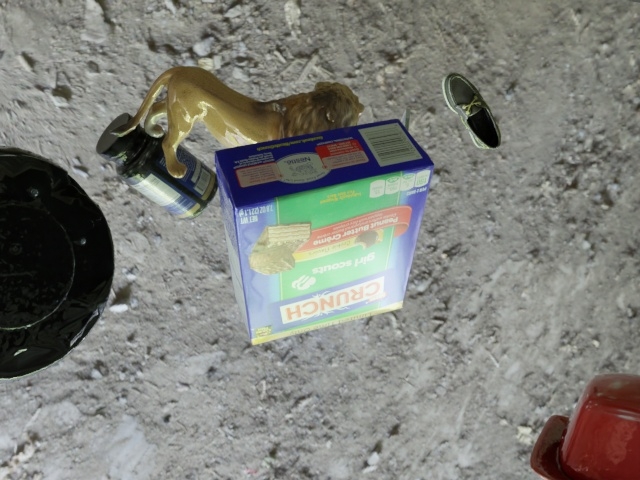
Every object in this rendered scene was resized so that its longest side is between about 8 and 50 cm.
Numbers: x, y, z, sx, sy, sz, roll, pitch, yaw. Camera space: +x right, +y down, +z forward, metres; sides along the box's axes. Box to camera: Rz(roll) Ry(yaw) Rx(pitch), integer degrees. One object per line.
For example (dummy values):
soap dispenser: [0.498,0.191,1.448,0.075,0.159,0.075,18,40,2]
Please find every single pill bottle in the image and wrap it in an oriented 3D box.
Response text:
pill bottle: [-0.313,-0.142,1.041,0.219,0.122,0.123,40,83,-40]

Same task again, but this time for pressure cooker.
pressure cooker: [-0.607,0.041,0.892,0.375,0.420,0.370,47,54,-45]

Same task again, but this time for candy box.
candy box: [0.000,0.000,0.797,0.268,0.122,0.317,-13,141,-13]

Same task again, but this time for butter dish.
butter dish: [0.267,0.149,0.425,0.160,0.159,0.118,2,102,-59]

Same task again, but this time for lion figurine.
lion figurine: [-0.141,-0.201,0.899,0.392,0.142,0.240,15,134,-16]

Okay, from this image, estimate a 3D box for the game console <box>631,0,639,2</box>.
game console: [0.177,-0.373,0.284,0.060,0.387,0.342,-2,140,-44]

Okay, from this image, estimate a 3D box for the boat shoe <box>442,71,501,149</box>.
boat shoe: [0.393,-0.331,1.369,0.081,0.069,0.228,-37,108,5]

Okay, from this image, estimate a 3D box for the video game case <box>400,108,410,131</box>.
video game case: [0.160,-0.196,1.081,0.011,0.122,0.087,15,138,-3]
